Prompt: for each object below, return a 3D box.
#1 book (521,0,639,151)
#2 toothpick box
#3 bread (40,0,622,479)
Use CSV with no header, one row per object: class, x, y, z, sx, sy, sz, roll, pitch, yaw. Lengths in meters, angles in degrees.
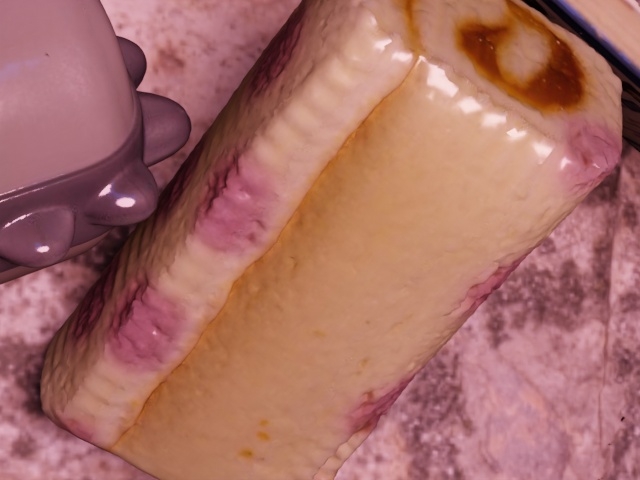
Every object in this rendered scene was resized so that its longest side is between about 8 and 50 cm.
book,0.183,-0.121,0.931,0.428,0.300,0.039,38,95,-16
toothpick box,-0.232,-0.053,0.767,0.316,0.229,0.229,-20,91,-26
bread,0.000,0.000,0.807,0.187,0.338,0.155,31,32,-13
